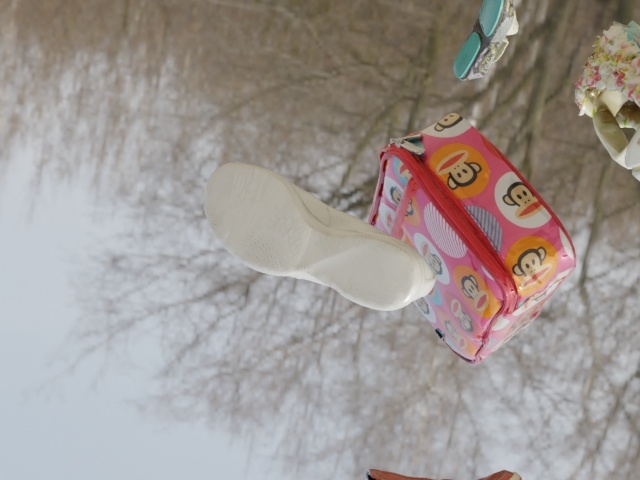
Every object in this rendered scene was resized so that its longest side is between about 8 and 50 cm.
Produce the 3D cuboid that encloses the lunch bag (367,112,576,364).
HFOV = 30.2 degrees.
[{"bbox_3d":[0.149,-0.012,1.333,0.120,0.293,0.258,-32,-107,-14],"label":"lunch bag"}]

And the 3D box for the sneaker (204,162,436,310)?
[{"bbox_3d":[0.000,0.000,1.003,0.212,0.080,0.094,28,-168,20],"label":"sneaker"}]

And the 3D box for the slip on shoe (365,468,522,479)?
[{"bbox_3d":[0.090,0.322,1.439,0.331,0.101,0.123,-11,167,-9],"label":"slip on shoe"}]

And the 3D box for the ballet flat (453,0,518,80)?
[{"bbox_3d":[0.159,-0.192,1.090,0.041,0.114,0.041,10,-127,-13],"label":"ballet flat"}]

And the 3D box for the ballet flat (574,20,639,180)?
[{"bbox_3d":[0.209,-0.069,0.702,0.091,0.077,0.241,34,-165,-12],"label":"ballet flat"}]
